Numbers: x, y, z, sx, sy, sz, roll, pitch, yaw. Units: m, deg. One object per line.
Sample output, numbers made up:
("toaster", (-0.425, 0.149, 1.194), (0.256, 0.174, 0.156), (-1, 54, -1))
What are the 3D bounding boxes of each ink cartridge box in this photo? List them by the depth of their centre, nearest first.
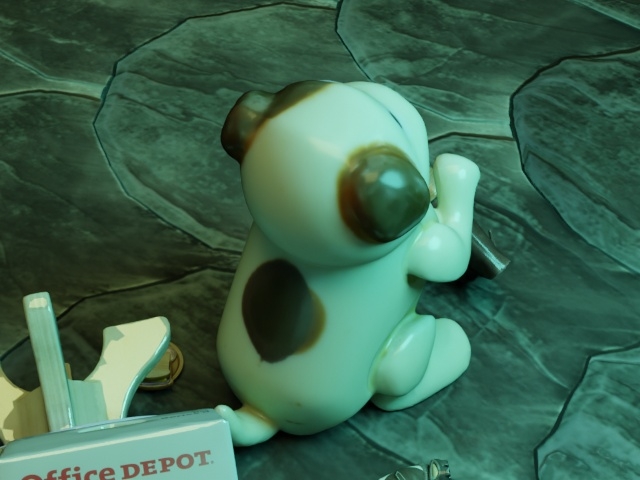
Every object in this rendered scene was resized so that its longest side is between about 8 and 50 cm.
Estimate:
("ink cartridge box", (-0.169, 0.311, 0.960), (0.211, 0.121, 0.289), (-9, 87, -12))

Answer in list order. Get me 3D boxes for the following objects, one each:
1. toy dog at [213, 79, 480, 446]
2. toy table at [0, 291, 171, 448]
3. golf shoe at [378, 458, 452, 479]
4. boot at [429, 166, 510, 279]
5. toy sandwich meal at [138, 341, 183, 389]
("toy dog", (0.000, 0.000, 1.195), (0.395, 0.408, 0.284), (-31, 54, -31))
("toy table", (-0.274, 0.178, 1.125), (0.274, 0.252, 0.161), (-6, 61, -22))
("golf shoe", (0.105, 0.323, 1.126), (0.094, 0.077, 0.198), (-7, 38, 3))
("boot", (0.144, -0.026, 1.451), (0.090, 0.248, 0.207), (-43, 94, -6))
("toy sandwich meal", (-0.205, 0.144, 1.297), (0.085, 0.029, 0.085), (3, 45, -3))
